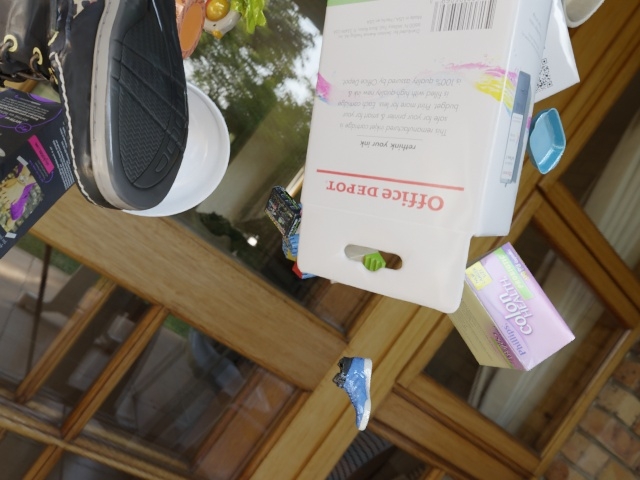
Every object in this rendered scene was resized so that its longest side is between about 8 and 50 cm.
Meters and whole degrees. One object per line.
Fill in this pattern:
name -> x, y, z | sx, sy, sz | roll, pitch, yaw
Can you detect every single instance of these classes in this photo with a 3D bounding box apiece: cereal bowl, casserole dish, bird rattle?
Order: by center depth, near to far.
cereal bowl -> -0.393, -0.234, 1.126 | 0.339, 0.339, 0.141 | 39, 8, -37
casserole dish -> 0.566, -0.253, 1.220 | 0.037, 0.114, 0.188 | 34, -7, 46
bird rattle -> -0.295, -0.730, 1.449 | 0.254, 0.207, 0.143 | 50, 9, 12

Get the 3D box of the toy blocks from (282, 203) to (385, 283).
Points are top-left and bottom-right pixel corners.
toy blocks -> 0.000, 0.000, 1.505 | 0.382, 0.260, 0.191 | -118, -156, -44

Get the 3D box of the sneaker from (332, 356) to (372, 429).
sneaker -> 0.064, 0.326, 1.036 | 0.084, 0.152, 0.058 | 8, -27, -4

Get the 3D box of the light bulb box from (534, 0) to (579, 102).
light bulb box -> 0.283, -0.424, 1.016 | 0.225, 0.360, 0.358 | -110, 175, -71

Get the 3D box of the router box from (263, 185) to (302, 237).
router box -> -0.105, -0.083, 1.377 | 0.038, 0.092, 0.122 | -14, 55, -42

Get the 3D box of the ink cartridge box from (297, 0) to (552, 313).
ink cartridge box -> 0.103, -0.123, 0.509 | 0.207, 0.354, 0.119 | 14, 9, 34

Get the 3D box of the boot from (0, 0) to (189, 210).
boot -> -0.300, -0.190, 0.501 | 0.138, 0.283, 0.378 | 44, 36, -74

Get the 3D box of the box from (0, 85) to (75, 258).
box -> -0.527, -0.104, 0.750 | 0.165, 0.271, 0.143 | 18, -41, 7

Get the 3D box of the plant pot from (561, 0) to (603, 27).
plant pot -> 0.499, -0.694, 1.070 | 0.305, 0.334, 0.334 | 37, -2, 30

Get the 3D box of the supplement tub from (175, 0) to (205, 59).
supplement tub -> -0.434, -0.539, 1.073 | 0.315, 0.194, 0.193 | 23, -3, 1

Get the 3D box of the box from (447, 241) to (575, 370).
box -> 0.360, 0.142, 1.000 | 0.214, 0.117, 0.243 | 58, -7, 10
